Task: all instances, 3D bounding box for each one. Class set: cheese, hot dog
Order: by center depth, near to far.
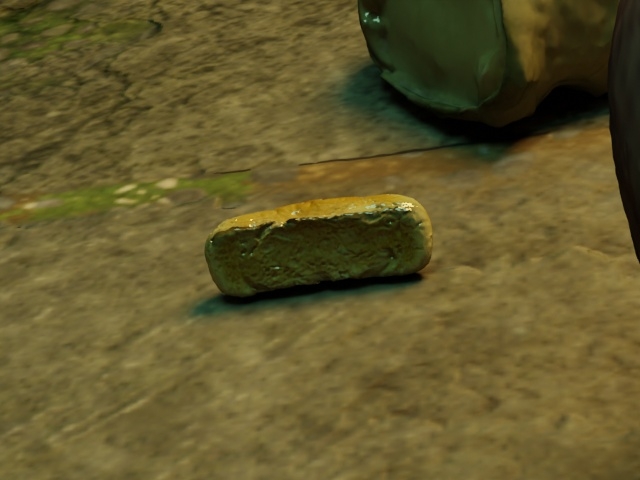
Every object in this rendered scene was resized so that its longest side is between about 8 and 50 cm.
[{"bbox_3d":[0.000,0.000,0.677,0.090,0.030,0.034,-8,18,6],"label":"hot dog"},{"bbox_3d":[0.122,-0.134,0.831,0.203,0.091,0.175,-20,29,-17],"label":"cheese"}]

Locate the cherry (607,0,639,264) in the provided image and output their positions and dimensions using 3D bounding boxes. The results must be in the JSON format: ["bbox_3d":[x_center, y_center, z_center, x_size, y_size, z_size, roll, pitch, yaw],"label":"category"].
[{"bbox_3d":[0.227,-0.059,0.391,0.291,0.335,0.326,-3,37,-31],"label":"cherry"}]
